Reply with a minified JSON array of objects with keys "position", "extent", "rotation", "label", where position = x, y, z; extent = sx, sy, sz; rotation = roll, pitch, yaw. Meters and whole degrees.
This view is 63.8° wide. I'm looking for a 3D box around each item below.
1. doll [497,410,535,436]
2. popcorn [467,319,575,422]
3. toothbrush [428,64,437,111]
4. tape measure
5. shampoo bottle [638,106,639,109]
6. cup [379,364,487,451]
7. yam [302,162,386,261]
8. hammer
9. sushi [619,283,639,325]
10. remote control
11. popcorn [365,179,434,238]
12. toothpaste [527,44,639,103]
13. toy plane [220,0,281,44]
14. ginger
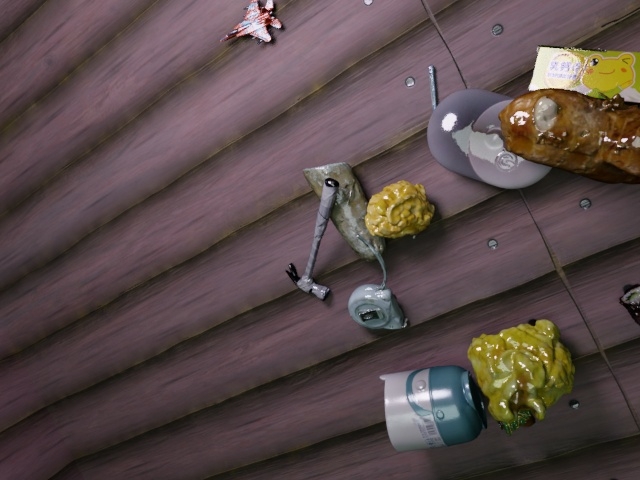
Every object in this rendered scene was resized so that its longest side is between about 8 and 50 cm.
[{"position":[0.552,0.500,1.449],"extent":[0.113,0.077,0.078],"rotation":[-30,81,21],"label":"doll"},{"position":[0.535,0.339,1.346],"extent":[0.250,0.235,0.241],"rotation":[-21,75,10],"label":"popcorn"},{"position":[0.312,-0.361,1.390],"extent":[0.019,0.016,0.219],"rotation":[-6,99,19],"label":"toothbrush"},{"position":[0.126,0.133,1.460],"extent":[0.164,0.084,0.330],"rotation":[-16,123,22],"label":"tape measure"},{"position":[0.909,-0.333,1.152],"extent":[0.360,0.078,0.134],"rotation":[-3,100,20],"label":"shampoo bottle"},{"position":[0.329,0.492,1.468],"extent":[0.258,0.219,0.289],"rotation":[-16,125,21],"label":"cup"},{"position":[0.083,-0.087,1.467],"extent":[0.133,0.133,0.330],"rotation":[-28,94,22],"label":"yam"},{"position":[-0.001,0.001,1.483],"extent":[0.152,0.044,0.426],"rotation":[30,132,14],"label":"hammer"},{"position":[0.813,0.156,1.279],"extent":[0.098,0.094,0.084],"rotation":[-35,92,6],"label":"sushi"},{"position":[0.439,-0.261,1.320],"extent":[0.332,0.103,0.221],"rotation":[21,100,16],"label":"remote control"},{"position":[0.219,-0.087,1.397],"extent":[0.194,0.140,0.163],"rotation":[1,88,-20],"label":"popcorn"},{"position":[0.659,-0.377,1.181],"extent":[0.328,0.077,0.110],"rotation":[19,108,35],"label":"toothpaste"},{"position":[-0.209,-0.622,1.500],"extent":[0.189,0.061,0.130],"rotation":[-19,95,26],"label":"toy plane"},{"position":[0.616,-0.239,1.142],"extent":[0.419,0.254,0.176],"rotation":[19,79,-3],"label":"ginger"}]
